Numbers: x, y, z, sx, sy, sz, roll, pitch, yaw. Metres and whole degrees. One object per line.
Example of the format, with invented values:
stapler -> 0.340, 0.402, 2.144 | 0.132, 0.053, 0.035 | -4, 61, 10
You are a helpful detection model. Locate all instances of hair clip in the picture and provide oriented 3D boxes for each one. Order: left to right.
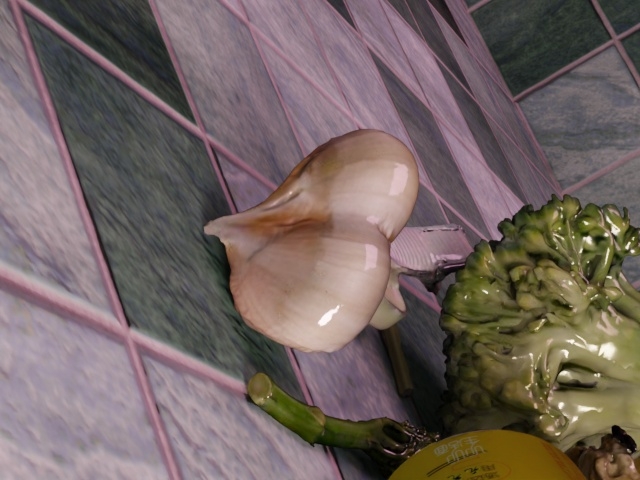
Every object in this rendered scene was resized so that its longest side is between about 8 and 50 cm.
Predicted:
hair clip -> 0.045, 0.001, 1.333 | 0.218, 0.071, 0.159 | 10, 42, -57

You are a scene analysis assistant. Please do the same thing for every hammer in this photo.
hammer -> 0.051, 0.054, 1.363 | 0.060, 0.028, 0.195 | 38, 26, -39

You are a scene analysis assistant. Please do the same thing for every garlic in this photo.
garlic -> 0.002, -0.003, 1.074 | 0.099, 0.124, 0.174 | 43, 65, -42

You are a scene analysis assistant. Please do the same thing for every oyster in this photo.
oyster -> 0.198, 0.216, 1.148 | 0.129, 0.078, 0.345 | 62, -7, 11

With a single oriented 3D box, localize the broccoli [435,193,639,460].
broccoli -> 0.220, 0.120, 1.323 | 0.245, 0.248, 0.288 | 14, -29, 45

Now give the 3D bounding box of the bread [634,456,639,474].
bread -> 0.397, 0.350, 1.579 | 0.398, 0.215, 0.398 | 53, 17, -23

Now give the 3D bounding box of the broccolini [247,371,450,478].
broccolini -> 0.018, 0.128, 1.077 | 0.239, 0.051, 0.054 | 28, 40, -53

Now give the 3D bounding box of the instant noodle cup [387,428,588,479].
instant noodle cup -> 0.116, 0.230, 0.917 | 0.215, 0.215, 0.236 | 53, 6, -25
